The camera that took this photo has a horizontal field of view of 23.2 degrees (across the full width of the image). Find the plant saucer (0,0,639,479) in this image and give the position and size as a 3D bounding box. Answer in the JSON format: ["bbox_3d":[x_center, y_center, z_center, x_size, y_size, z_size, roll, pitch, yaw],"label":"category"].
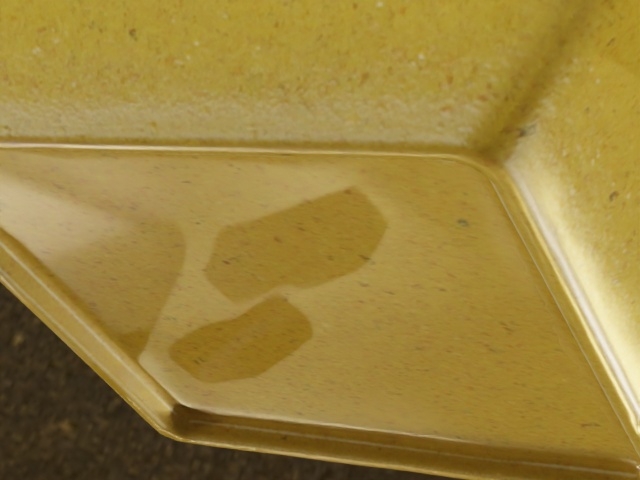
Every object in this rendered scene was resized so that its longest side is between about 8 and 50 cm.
[{"bbox_3d":[0.000,0.000,0.562,0.333,0.081,0.332,3,148,29],"label":"plant saucer"}]
